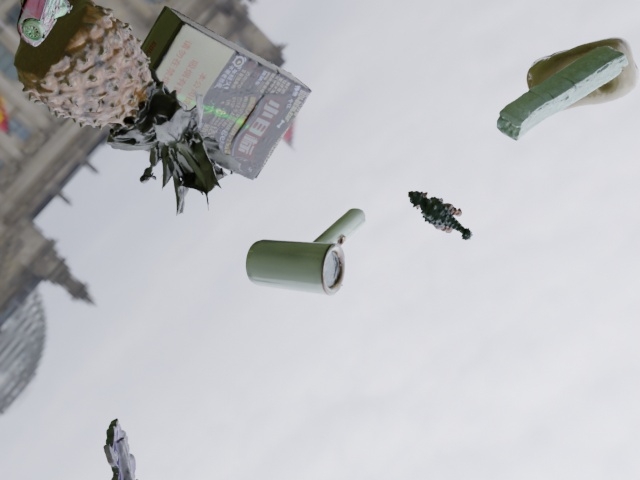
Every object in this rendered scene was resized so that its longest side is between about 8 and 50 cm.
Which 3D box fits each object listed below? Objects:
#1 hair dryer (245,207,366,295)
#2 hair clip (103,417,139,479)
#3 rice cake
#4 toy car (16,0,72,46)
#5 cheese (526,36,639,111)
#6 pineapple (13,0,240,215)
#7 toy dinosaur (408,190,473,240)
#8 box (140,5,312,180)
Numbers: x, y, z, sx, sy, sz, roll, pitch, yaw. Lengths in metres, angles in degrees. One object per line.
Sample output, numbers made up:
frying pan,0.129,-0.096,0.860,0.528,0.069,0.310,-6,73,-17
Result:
hair dryer,0.000,0.000,1.662,0.131,0.073,0.236,5,-152,27
hair clip,-0.291,0.372,1.746,0.052,0.196,0.124,-16,-177,-1
rice cake,0.331,-0.205,1.540,0.245,0.042,0.045,-32,-128,-30
toy car,-0.283,-0.266,1.165,0.142,0.055,0.069,-58,-173,40
cheese,0.495,-0.316,2.180,0.235,0.117,0.218,-19,-172,-28
pineapple,-0.232,-0.168,1.502,0.165,0.364,0.166,-23,-133,27
toy dinosaur,0.198,-0.043,1.856,0.154,0.055,0.049,39,-78,40
box,-0.187,-0.246,1.939,0.198,0.310,0.084,-57,-135,12
